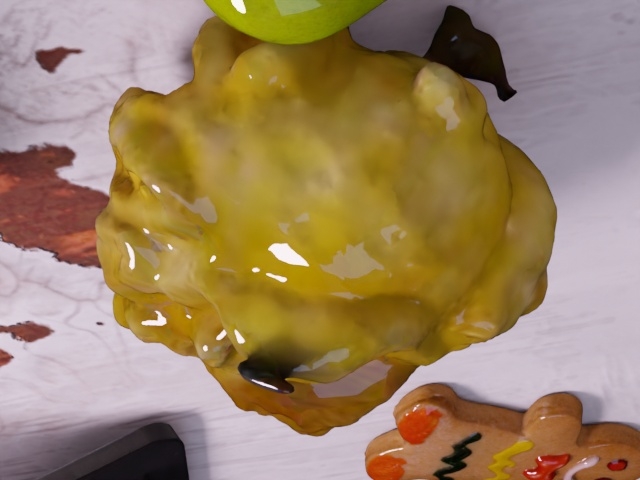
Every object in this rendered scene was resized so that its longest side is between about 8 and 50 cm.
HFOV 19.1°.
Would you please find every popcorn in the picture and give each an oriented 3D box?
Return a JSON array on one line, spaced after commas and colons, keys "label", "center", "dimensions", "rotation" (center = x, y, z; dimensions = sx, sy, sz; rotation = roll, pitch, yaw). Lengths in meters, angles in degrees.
[{"label": "popcorn", "center": [0.000, 0.000, 1.229], "dimensions": [0.297, 0.281, 0.316], "rotation": [12, 133, 11]}]

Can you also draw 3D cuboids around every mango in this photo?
[{"label": "mango", "center": [0.000, -0.183, 1.100], "dimensions": [0.163, 0.117, 0.089], "rotation": [-31, 179, 2]}]

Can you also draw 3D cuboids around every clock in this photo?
[{"label": "clock", "center": [-0.234, 0.293, 1.687], "dimensions": [0.273, 0.049, 0.279], "rotation": [-26, 148, -16]}]

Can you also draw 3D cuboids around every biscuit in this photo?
[{"label": "biscuit", "center": [0.173, 0.186, 1.668], "dimensions": [0.250, 0.036, 0.165], "rotation": [9, 144, -14]}]
